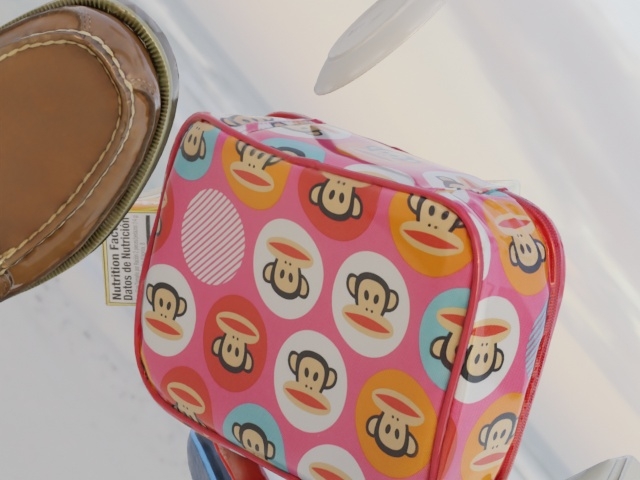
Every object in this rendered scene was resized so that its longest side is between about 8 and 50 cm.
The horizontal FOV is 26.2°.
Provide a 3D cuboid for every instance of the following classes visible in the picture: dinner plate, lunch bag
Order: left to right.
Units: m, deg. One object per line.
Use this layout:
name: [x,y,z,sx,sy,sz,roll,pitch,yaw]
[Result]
lunch bag: [0.003,0.063,0.907,0.293,0.258,0.120,24,18,39]
dinner plate: [0.045,-0.155,0.978,0.017,0.141,0.141,48,3,-14]

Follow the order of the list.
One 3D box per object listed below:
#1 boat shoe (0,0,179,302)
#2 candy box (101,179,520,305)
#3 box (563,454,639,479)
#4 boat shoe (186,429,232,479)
boat shoe: [-0.192,0.005,0.629,0.111,0.307,0.104,51,23,-4]
candy box: [0.000,0.000,1.130,0.183,0.316,0.087,-34,123,-74]
box: [0.127,0.219,0.454,0.275,0.113,0.094,56,32,-3]
boat shoe: [-0.070,0.299,1.513,0.109,0.089,0.258,107,-34,-49]
